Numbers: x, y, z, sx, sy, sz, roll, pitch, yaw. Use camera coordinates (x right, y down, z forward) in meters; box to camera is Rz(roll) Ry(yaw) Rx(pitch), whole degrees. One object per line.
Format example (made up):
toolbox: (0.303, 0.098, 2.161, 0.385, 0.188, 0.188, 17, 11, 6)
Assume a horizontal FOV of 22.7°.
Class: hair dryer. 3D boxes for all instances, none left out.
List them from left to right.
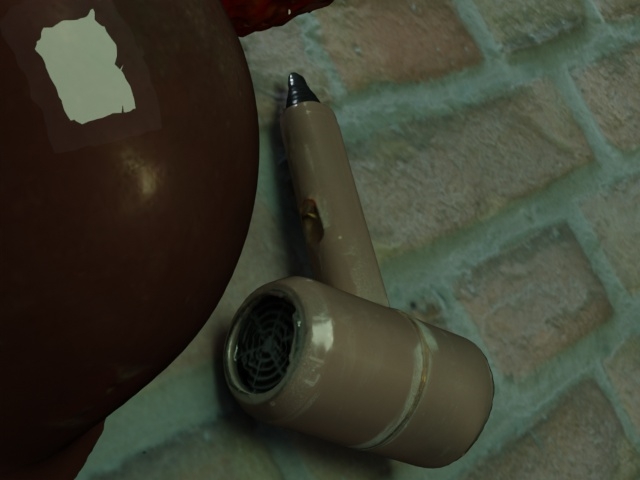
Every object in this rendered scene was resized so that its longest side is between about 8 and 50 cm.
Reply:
hair dryer: (0.000, 0.000, 1.196, 0.189, 0.107, 0.344, 21, 41, -40)

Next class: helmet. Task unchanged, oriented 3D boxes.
helmet: (-0.152, -0.053, 0.877, 0.337, 0.230, 0.385, 13, 58, -58)

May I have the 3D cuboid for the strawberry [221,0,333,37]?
strawberry: (-0.124, -0.296, 1.118, 0.351, 0.267, 0.312, 6, 64, -22)
